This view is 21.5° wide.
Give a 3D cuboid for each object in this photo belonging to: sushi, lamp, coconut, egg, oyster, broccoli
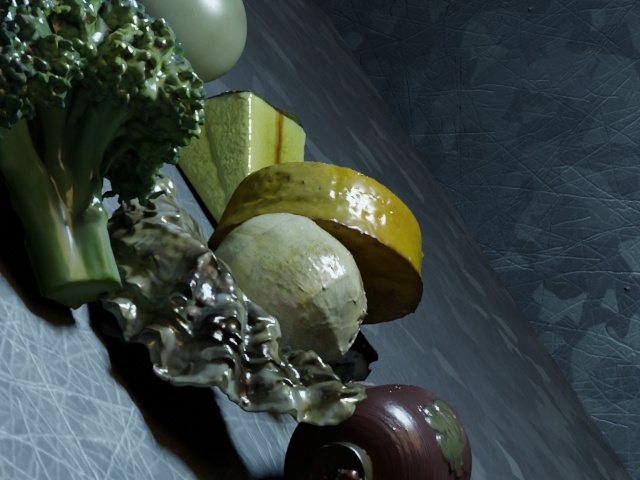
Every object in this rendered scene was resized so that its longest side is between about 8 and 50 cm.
[{"bbox_3d":[0.018,0.143,2.114,0.098,0.094,0.084,31,20,-45],"label":"sushi"},{"bbox_3d":[0.056,0.231,1.771,0.180,0.180,0.258,54,19,17],"label":"lamp"},{"bbox_3d":[-0.035,0.070,1.936,0.194,0.194,0.194,48,12,-14],"label":"coconut"},{"bbox_3d":[-0.215,-0.338,2.469,0.241,0.186,0.186,48,12,7],"label":"egg"},{"bbox_3d":[-0.111,0.065,1.711,0.238,0.115,0.351,20,28,-46],"label":"oyster"},{"bbox_3d":[-0.234,-0.117,1.591,0.302,0.249,0.375,51,7,16],"label":"broccoli"}]

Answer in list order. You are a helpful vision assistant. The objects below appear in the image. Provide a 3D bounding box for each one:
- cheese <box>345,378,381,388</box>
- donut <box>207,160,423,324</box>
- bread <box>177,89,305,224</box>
[{"bbox_3d":[0.080,0.260,2.030,0.189,0.074,0.286,48,25,-2],"label":"cheese"},{"bbox_3d":[0.001,0.001,2.094,0.277,0.277,0.108,40,50,-40],"label":"donut"},{"bbox_3d":[-0.127,-0.058,2.314,0.168,0.163,0.264,34,52,-57],"label":"bread"}]
